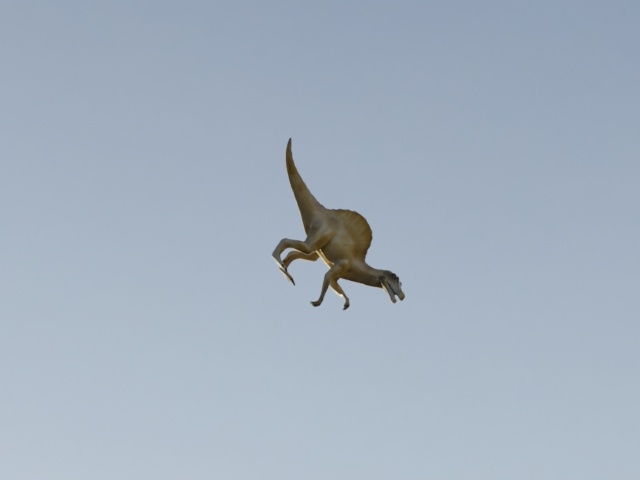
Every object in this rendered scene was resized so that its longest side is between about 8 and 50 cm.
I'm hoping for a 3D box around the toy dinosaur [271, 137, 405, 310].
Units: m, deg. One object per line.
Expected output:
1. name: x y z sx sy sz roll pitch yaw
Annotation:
1. toy dinosaur: 0.000 0.000 1.844 0.092 0.183 0.053 -40 0 -6
